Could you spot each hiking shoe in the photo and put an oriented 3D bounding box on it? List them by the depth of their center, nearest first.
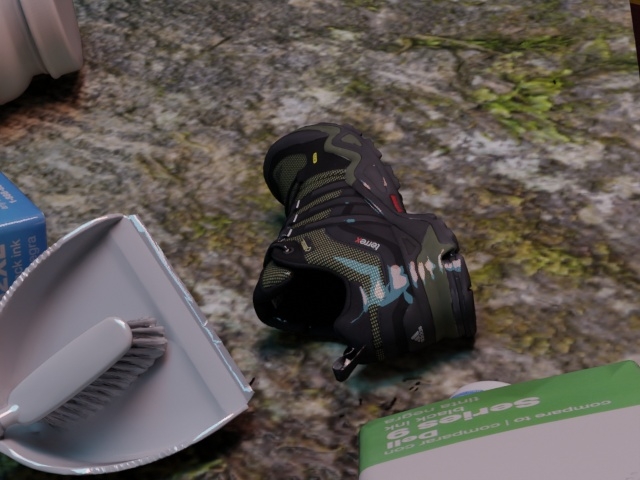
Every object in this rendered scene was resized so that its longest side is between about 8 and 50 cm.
[{"bbox_3d":[0.000,0.000,1.008,0.114,0.086,0.227,-22,35,-17],"label":"hiking shoe"}]

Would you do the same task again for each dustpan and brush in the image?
[{"bbox_3d":[-0.164,0.094,0.932,0.211,0.060,0.147,-37,74,7],"label":"dustpan and brush"}]

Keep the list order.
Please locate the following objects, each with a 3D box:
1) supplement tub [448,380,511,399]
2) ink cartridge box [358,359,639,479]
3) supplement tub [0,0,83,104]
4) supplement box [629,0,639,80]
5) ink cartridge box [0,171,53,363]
[{"bbox_3d":[0.074,0.127,0.807,0.071,0.071,0.107,8,39,30],"label":"supplement tub"},{"bbox_3d":[0.086,0.178,0.508,0.121,0.211,0.289,-12,7,4],"label":"ink cartridge box"},{"bbox_3d":[-0.347,-0.185,1.317,0.272,0.191,0.191,-15,33,-1],"label":"supplement tub"},{"bbox_3d":[0.296,-0.100,0.945,0.191,0.194,0.129,-36,39,-29],"label":"supplement box"},{"bbox_3d":[-0.346,0.030,0.992,0.307,0.129,0.223,-14,31,-28],"label":"ink cartridge box"}]
